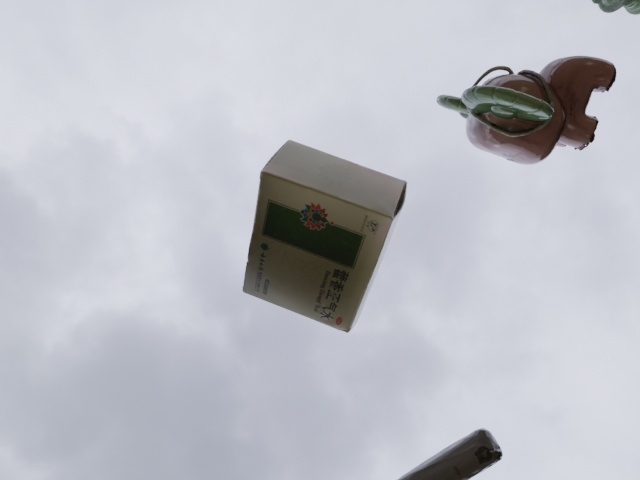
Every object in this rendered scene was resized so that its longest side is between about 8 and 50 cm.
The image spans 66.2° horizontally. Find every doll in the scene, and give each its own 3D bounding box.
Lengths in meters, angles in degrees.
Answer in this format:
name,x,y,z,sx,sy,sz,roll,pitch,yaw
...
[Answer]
name,x,y,z,sx,sy,sz,roll,pitch,yaw
doll,0.377,-0.262,0.941,0.269,0.284,0.216,12,-80,-8

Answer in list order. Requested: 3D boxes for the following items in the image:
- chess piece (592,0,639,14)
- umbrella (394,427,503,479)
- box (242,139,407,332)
name,x,y,z,sx,sy,sz,roll,pitch,yaw
chess piece,0.332,-0.253,0.501,0.149,0.059,0.059,-7,-92,-20
umbrella,0.210,0.487,0.985,0.337,0.073,0.067,-39,-57,13
box,0.000,0.000,0.648,0.168,0.211,0.095,19,-140,5
